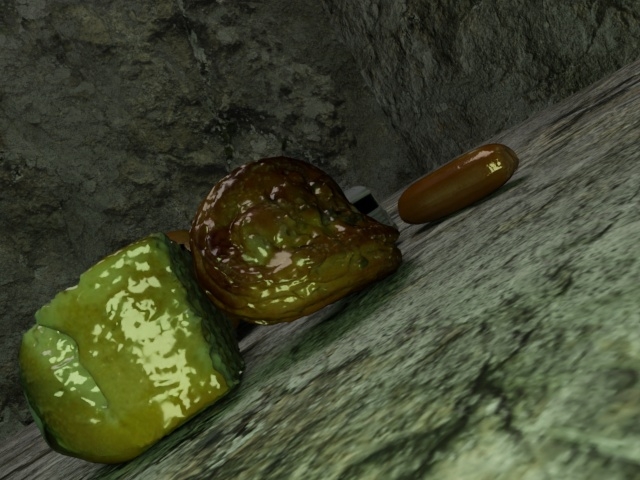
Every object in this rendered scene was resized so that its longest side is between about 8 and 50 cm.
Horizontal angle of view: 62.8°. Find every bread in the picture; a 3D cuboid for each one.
[{"bbox_3d":[-0.274,0.157,0.793,0.264,0.239,0.395,-32,2,-9],"label":"bread"}]

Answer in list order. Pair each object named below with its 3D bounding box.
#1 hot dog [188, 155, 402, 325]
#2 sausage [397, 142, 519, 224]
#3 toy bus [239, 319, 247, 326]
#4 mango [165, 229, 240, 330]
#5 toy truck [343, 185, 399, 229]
[{"bbox_3d":[-0.016,-0.007,0.815,0.388,0.267,0.174,-19,-35,-56],"label":"hot dog"},{"bbox_3d":[0.277,-0.111,1.082,0.274,0.105,0.105,-30,3,43],"label":"sausage"},{"bbox_3d":[-0.175,0.164,1.364,0.060,0.075,0.123,-29,3,45],"label":"toy bus"},{"bbox_3d":[-0.331,0.130,1.298,0.300,0.232,0.446,-47,34,-5],"label":"mango"},{"bbox_3d":[0.005,0.006,1.238,0.176,0.178,0.363,-33,6,-42],"label":"toy truck"}]
